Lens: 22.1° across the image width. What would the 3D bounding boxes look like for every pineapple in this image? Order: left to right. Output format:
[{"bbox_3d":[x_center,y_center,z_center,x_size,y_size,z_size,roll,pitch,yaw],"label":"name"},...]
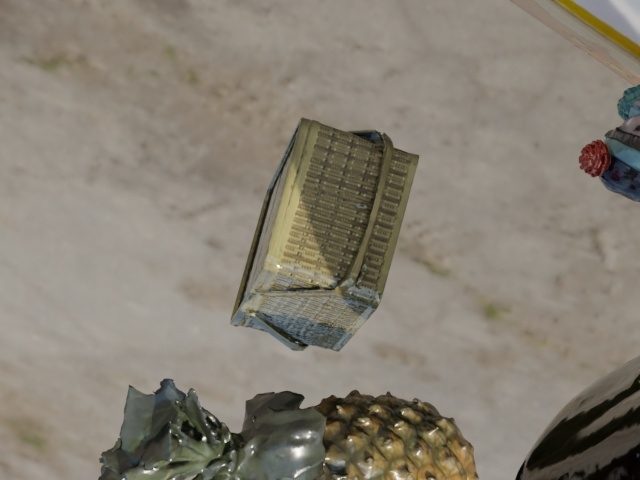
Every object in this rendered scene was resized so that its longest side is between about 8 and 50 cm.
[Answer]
[{"bbox_3d":[-0.021,0.140,0.978,0.251,0.125,0.125,15,166,-42],"label":"pineapple"}]

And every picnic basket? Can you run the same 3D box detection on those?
[{"bbox_3d":[0.000,0.000,1.081,0.080,0.115,0.164,18,160,-5],"label":"picnic basket"}]

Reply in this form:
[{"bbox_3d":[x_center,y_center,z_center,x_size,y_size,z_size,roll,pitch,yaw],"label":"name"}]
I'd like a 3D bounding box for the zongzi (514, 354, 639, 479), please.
[{"bbox_3d":[0.181,0.048,0.653,0.403,0.208,0.432,4,141,50],"label":"zongzi"}]

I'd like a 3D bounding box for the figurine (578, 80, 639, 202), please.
[{"bbox_3d":[0.199,-0.068,1.015,0.060,0.106,0.047,29,137,0],"label":"figurine"}]

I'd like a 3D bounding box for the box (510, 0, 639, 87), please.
[{"bbox_3d":[0.286,-0.240,1.144,0.260,0.283,0.214,32,-174,-16],"label":"box"}]
